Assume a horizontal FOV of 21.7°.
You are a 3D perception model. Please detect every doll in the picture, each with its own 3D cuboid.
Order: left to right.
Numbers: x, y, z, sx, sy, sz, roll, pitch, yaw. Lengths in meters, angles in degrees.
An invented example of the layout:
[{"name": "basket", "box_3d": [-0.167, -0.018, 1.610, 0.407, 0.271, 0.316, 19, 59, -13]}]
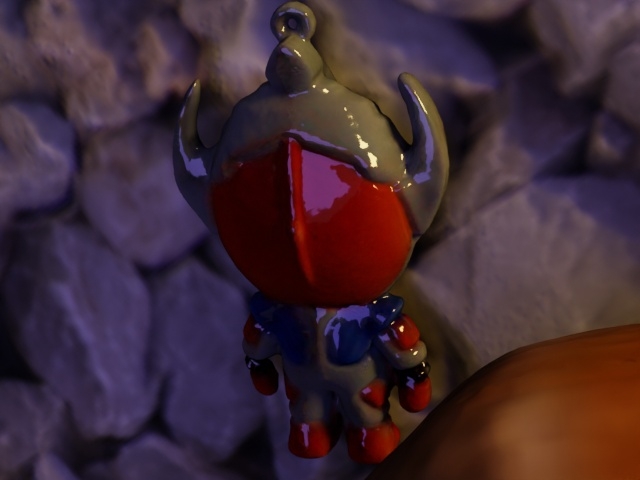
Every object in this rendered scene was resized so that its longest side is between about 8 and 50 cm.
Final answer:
[{"name": "doll", "box_3d": [0.001, 0.000, 0.661, 0.104, 0.062, 0.195, 11, 120, 36]}]

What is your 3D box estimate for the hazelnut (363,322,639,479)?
[{"name": "hazelnut", "box_3d": [0.136, 0.196, 0.543, 0.372, 0.315, 0.372, -3, 109, -9]}]
